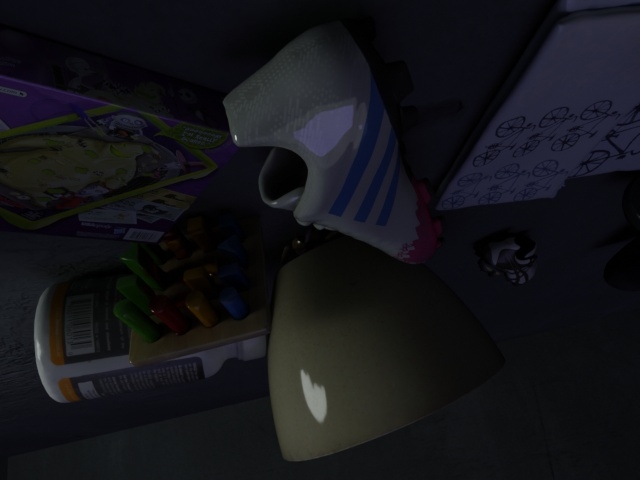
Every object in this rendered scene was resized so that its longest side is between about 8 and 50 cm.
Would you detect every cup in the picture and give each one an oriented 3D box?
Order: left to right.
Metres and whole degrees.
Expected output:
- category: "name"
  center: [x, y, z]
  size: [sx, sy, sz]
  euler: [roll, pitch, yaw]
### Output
- category: "cup"
  center: [0.054, 0.126, 0.687]
  size: [0.331, 0.237, 0.331]
  euler: [-23, 169, -5]

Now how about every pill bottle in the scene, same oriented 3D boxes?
- category: "pill bottle"
  center: [-0.224, 0.121, 0.666]
  size: [0.278, 0.162, 0.162]
  euler: [-7, 156, -14]

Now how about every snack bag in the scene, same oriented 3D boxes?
- category: "snack bag"
  center: [0.329, -0.138, 0.528]
  size: [0.342, 0.037, 0.323]
  euler: [-9, 156, -10]

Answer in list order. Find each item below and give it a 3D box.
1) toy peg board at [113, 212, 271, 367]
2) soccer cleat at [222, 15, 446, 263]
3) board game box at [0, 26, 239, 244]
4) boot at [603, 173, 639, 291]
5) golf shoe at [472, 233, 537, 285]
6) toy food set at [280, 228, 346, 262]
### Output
- category: "toy peg board"
  center: [-0.149, 0.037, 0.536]
  size: [0.161, 0.161, 0.079]
  euler: [-15, 142, 5]
- category: "soccer cleat"
  center: [0.026, -0.055, 0.454]
  size: [0.143, 0.116, 0.331]
  euler: [-27, 147, 7]
- category: "board game box"
  center: [-0.256, -0.072, 0.357]
  size: [0.347, 0.056, 0.208]
  euler: [7, 154, -39]
- category: "boot"
  center: [0.637, -0.012, 0.867]
  size: [0.367, 0.146, 0.445]
  euler: [-12, 161, 0]
- category: "golf shoe"
  center: [0.379, 0.035, 0.901]
  size: [0.198, 0.077, 0.094]
  euler: [8, 149, -43]
- category: "toy food set"
  center: [0.000, 0.000, 0.695]
  size: [0.122, 0.019, 0.078]
  euler: [-14, 159, -18]
